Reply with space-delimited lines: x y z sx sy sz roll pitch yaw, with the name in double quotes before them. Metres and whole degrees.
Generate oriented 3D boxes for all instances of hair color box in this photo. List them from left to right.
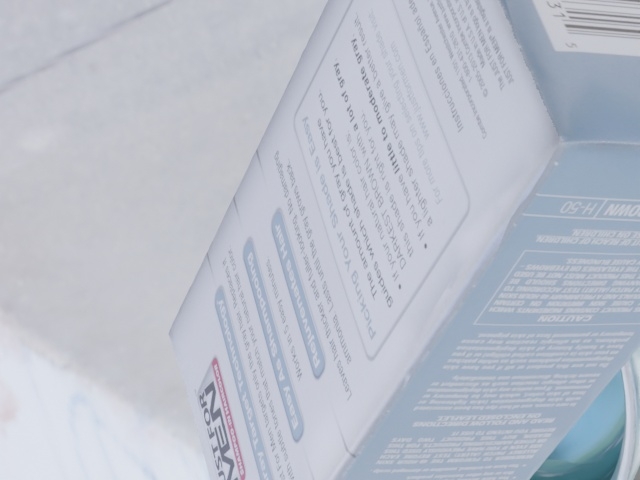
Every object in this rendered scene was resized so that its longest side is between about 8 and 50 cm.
"hair color box" 0.047 0.011 0.802 0.113 0.185 0.374 1 141 -25

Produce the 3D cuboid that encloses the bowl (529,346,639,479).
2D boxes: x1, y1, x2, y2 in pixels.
"bowl" 0.134 0.102 1.277 0.163 0.312 0.311 -11 155 -51
